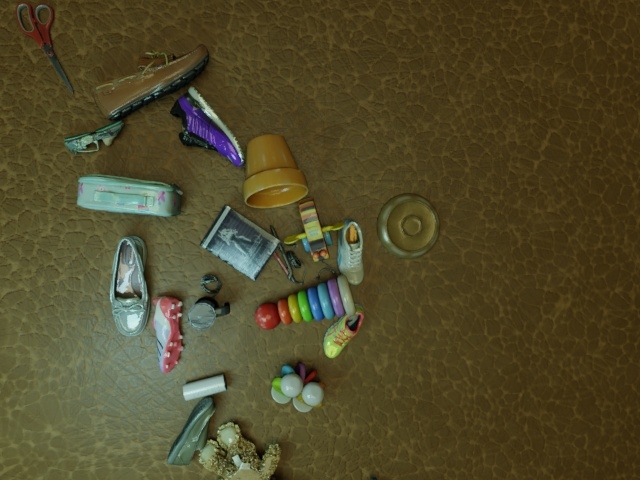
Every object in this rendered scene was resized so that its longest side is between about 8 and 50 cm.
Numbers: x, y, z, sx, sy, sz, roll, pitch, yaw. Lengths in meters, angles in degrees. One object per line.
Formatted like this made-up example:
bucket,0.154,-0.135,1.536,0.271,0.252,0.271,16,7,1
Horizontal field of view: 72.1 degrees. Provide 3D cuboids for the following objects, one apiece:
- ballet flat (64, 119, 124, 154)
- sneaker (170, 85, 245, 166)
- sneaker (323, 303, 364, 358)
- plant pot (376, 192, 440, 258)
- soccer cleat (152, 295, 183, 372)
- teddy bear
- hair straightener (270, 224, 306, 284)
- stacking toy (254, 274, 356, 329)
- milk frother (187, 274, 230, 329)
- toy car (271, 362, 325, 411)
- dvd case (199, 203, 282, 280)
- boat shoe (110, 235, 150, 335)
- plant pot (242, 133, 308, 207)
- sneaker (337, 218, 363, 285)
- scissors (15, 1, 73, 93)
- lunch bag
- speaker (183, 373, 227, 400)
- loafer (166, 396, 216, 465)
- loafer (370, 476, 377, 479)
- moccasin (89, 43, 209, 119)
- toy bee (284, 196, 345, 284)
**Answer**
ballet flat,-0.699,-0.320,1.383,0.188,0.070,0.070,-20,94,-6
sneaker,-0.368,-0.335,1.413,0.146,0.102,0.293,-38,92,-1
sneaker,0.080,0.311,1.494,0.081,0.094,0.208,31,88,-10
plant pot,0.317,-0.051,1.552,0.236,0.032,0.236,0,91,-8
soccer cleat,-0.502,0.302,1.423,0.095,0.083,0.248,7,96,21
teddy bear,-0.247,0.762,1.463,0.338,0.113,0.245,29,80,-1
hair straightener,-0.111,0.045,1.479,0.089,0.047,0.230,-32,90,-7
stacking toy,-0.055,0.220,1.456,0.330,0.141,0.141,-16,94,3
milk frother,-0.365,0.193,1.403,0.129,0.135,0.143,-28,95,-8
toy car,-0.068,0.478,1.465,0.182,0.159,0.136,25,53,-8
dvd case,-0.263,0.008,1.448,0.221,0.018,0.164,34,99,-4
boat shoe,-0.603,0.145,1.381,0.118,0.103,0.320,3,91,-9
plant pot,-0.155,-0.226,1.404,0.205,0.205,0.188,-10,78,-8
sneaker,0.104,0.042,1.492,0.087,0.092,0.229,-9,94,-10
scissors,-0.858,-0.594,1.368,0.109,0.021,0.297,-14,95,-10
lunch bag,-0.560,-0.134,1.320,0.279,0.224,0.108,5,91,-8
speaker,-0.380,0.484,1.448,0.136,0.055,0.055,-13,93,-8
loafer,-0.404,0.628,1.438,0.087,0.094,0.251,31,96,-13
loafer,0.180,0.920,1.544,0.061,0.062,0.170,-2,90,-4
moccasin,-0.527,-0.517,1.369,0.380,0.139,0.147,-27,104,2
toy bee,0.000,0.000,1.433,0.195,0.162,0.298,-37,92,3
